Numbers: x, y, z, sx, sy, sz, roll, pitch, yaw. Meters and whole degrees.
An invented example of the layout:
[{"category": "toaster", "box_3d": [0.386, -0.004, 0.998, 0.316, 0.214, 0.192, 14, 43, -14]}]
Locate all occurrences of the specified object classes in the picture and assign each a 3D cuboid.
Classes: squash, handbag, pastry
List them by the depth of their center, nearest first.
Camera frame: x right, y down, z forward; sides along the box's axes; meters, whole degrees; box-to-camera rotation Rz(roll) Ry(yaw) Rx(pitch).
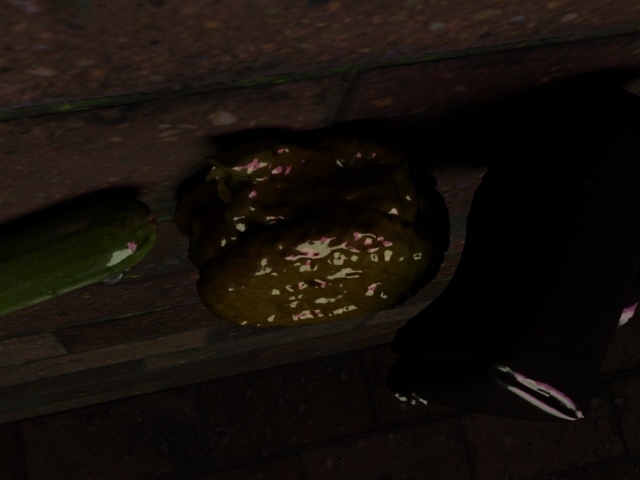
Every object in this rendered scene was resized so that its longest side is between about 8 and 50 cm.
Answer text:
[{"category": "squash", "box_3d": [-0.245, 0.020, 0.745, 0.238, 0.069, 0.069, -18, 166, 19]}, {"category": "handbag", "box_3d": [0.175, 0.020, 0.757, 0.113, 0.285, 0.257, 31, 161, -13]}, {"category": "pastry", "box_3d": [0.000, 0.000, 0.761, 0.240, 0.132, 0.235, -9, 168, -22]}]

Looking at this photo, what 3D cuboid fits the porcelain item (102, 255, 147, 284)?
[{"category": "porcelain item", "box_3d": [-0.209, 0.017, 0.880, 0.075, 0.021, 0.136, -18, 167, 4]}]
